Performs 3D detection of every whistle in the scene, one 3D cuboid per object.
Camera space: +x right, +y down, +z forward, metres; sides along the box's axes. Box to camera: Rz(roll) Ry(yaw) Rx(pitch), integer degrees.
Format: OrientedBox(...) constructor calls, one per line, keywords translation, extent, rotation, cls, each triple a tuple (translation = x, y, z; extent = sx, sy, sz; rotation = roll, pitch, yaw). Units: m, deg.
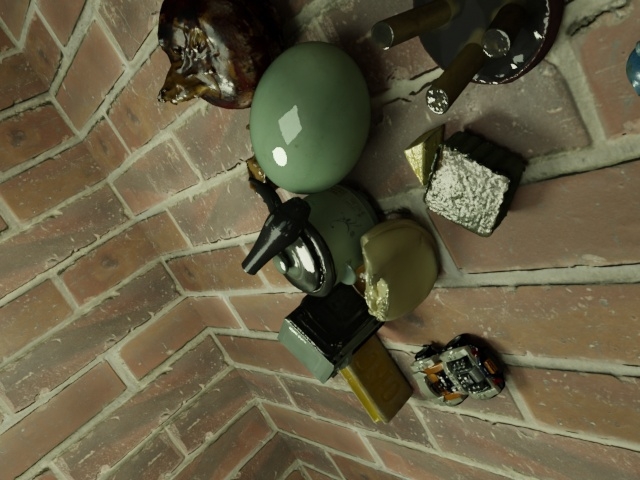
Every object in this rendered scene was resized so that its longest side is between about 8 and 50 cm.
OrientedBox(translation=(0.503, -0.247, 0.807), extent=(0.158, 0.090, 0.090), rotation=(22, 164, -32), cls="whistle")

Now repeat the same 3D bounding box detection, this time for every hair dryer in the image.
OrientedBox(translation=(-0.139, -0.066, 1.394), extent=(0.235, 0.091, 0.271), rotation=(-49, 42, 22), cls="hair dryer")

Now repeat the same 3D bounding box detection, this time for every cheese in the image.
OrientedBox(translation=(0.186, 0.076, 1.410), extent=(0.127, 0.233, 0.266), rotation=(29, 141, 48), cls="cheese")

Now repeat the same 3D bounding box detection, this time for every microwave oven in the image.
OrientedBox(translation=(0.050, 0.246, 1.692), extent=(0.237, 0.295, 0.181), rotation=(43, 149, 14), cls="microwave oven")

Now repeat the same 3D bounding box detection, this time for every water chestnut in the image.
OrientedBox(translation=(-0.261, -0.452, 1.324), extent=(0.335, 0.347, 0.335), rotation=(38, 154, 22), cls="water chestnut")

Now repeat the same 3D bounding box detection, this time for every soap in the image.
OrientedBox(translation=(0.177, 0.460, 1.868), extent=(0.274, 0.173, 0.089), rotation=(56, 147, -8), cls="soap")

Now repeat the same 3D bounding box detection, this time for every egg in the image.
OrientedBox(translation=(-0.025, -0.270, 1.266), extent=(0.276, 0.276, 0.389), rotation=(40, 144, 18), cls="egg")

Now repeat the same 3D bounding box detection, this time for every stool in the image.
OrientedBox(translation=(0.238, -0.366, 0.917), extent=(0.272, 0.178, 0.272), rotation=(32, 143, 29), cls="stool")

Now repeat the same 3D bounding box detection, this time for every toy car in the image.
OrientedBox(translation=(0.385, 0.374, 1.567), extent=(0.193, 0.118, 0.301), rotation=(53, 148, 1), cls="toy car")

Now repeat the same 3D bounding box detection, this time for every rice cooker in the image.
OrientedBox(translation=(0.000, 0.000, 1.492), extent=(0.317, 0.317, 0.264), rotation=(41, 145, 16), cls="rice cooker")

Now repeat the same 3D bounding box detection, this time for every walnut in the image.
OrientedBox(translation=(-0.123, -0.246, 1.561), extent=(0.238, 0.141, 0.204), rotation=(-15, 98, 58), cls="walnut")

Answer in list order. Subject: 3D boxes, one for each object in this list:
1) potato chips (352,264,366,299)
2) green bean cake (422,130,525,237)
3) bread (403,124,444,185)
OrientedBox(translation=(0.173, 0.113, 1.609), extent=(0.202, 0.049, 0.150), rotation=(8, 113, 36), cls="potato chips")
OrientedBox(translation=(0.318, -0.120, 1.152), extent=(0.173, 0.094, 0.181), rotation=(33, 144, 26), cls="green bean cake")
OrientedBox(translation=(0.242, -0.177, 1.200), extent=(0.080, 0.084, 0.109), rotation=(-12, 112, 58), cls="bread")
